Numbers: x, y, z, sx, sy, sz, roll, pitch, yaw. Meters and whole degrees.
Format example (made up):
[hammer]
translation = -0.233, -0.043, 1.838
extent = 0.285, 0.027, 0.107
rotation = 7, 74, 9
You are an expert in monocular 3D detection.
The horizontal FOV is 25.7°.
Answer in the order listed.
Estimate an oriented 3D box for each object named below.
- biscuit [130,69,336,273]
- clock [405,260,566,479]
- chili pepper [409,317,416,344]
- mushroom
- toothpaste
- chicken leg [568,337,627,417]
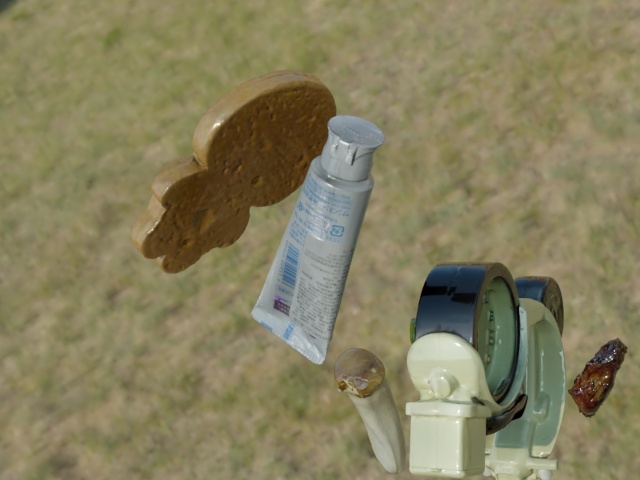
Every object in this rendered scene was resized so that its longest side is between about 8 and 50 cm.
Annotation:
[biscuit]
translation = -0.100, -0.081, 1.627
extent = 0.289, 0.202, 0.044
rotation = -46, 58, 7
[clock]
translation = 0.207, 0.162, 1.662
extent = 0.120, 0.277, 0.379
rotation = 0, -9, 29
[chili pepper]
translation = 0.228, 0.123, 1.956
extent = 0.204, 0.072, 0.073
rotation = -5, 51, -16
[mushroom]
translation = 0.083, 0.251, 2.043
extent = 0.084, 0.209, 0.071
rotation = 15, 48, 45
[toothpaste]
translation = 0.000, 0.000, 1.602
extent = 0.114, 0.299, 0.073
rotation = 34, 35, 22
[chicken leg]
translation = 0.285, 0.148, 1.454
extent = 0.037, 0.145, 0.062
rotation = 33, 49, 19
